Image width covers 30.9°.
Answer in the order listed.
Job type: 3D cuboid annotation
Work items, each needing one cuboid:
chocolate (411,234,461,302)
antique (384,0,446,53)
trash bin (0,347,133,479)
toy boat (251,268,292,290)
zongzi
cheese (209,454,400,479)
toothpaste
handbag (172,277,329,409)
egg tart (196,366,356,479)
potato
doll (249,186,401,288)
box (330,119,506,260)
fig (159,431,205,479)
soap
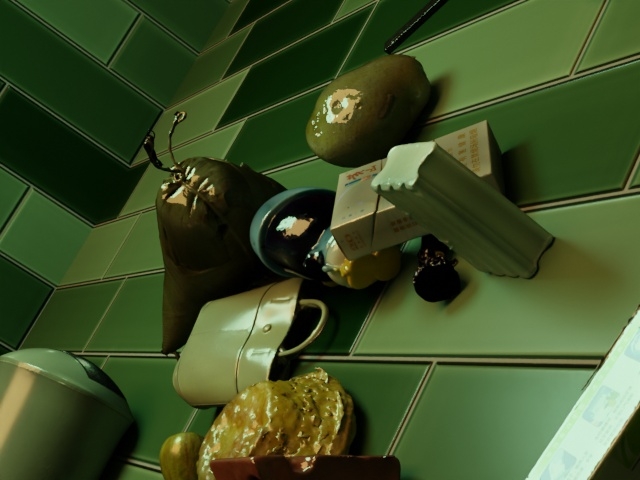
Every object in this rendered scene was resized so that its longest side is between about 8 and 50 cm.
[{"bbox_3d":[0.157,0.024,1.554,0.072,0.070,0.147,-55,8,29],"label":"chocolate"},{"bbox_3d":[0.189,-0.424,2.208,0.192,0.015,0.031,-40,25,34],"label":"antique"},{"bbox_3d":[-0.541,0.413,2.156,0.280,0.280,0.432,-11,51,61],"label":"trash bin"},{"bbox_3d":[-0.044,0.021,1.954,0.206,0.072,0.064,-45,21,22],"label":"toy boat"},{"bbox_3d":[-0.227,0.025,1.937,0.418,0.181,0.447,-55,-19,6],"label":"zongzi"},{"bbox_3d":[-0.013,0.333,1.313,0.128,0.202,0.177,-18,70,55],"label":"cheese"},{"bbox_3d":[0.244,0.212,1.050,0.336,0.067,0.081,-56,21,-2],"label":"toothpaste"},{"bbox_3d":[-0.085,0.165,1.852,0.315,0.109,0.241,-14,44,41],"label":"handbag"},{"bbox_3d":[-0.074,0.283,1.548,0.294,0.123,0.294,-43,25,26],"label":"egg tart"},{"bbox_3d":[0.081,-0.218,1.946,0.235,0.160,0.178,-40,46,0],"label":"potato"},{"bbox_3d":[0.000,0.000,1.777,0.177,0.141,0.314,-16,23,-25],"label":"doll"},{"bbox_3d":[0.134,-0.068,1.590,0.233,0.067,0.149,-20,27,17],"label":"box"},{"bbox_3d":[-0.198,0.377,1.781,0.093,0.093,0.166,-18,81,58],"label":"fig"},{"bbox_3d":[0.170,-0.035,1.400,0.066,0.198,0.119,-58,21,-11],"label":"soap"}]
